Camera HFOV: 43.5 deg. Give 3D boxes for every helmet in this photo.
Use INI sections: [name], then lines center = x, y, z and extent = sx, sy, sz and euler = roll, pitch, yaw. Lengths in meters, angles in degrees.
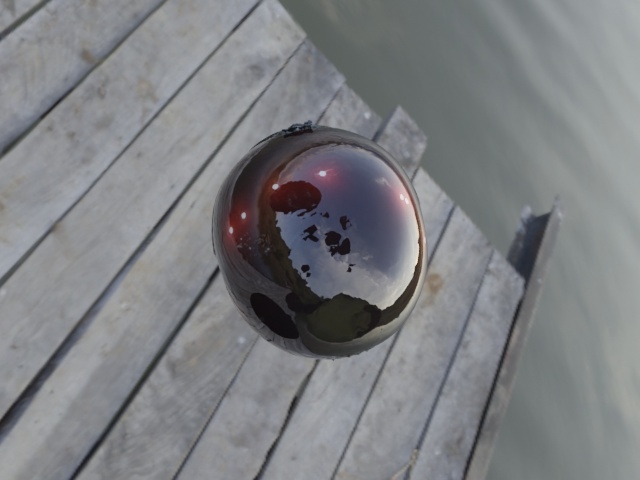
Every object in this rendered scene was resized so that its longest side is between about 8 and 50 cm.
[helmet]
center = 0.000, 0.000, 0.717
extent = 0.189, 0.193, 0.216
euler = -14, 86, -2
